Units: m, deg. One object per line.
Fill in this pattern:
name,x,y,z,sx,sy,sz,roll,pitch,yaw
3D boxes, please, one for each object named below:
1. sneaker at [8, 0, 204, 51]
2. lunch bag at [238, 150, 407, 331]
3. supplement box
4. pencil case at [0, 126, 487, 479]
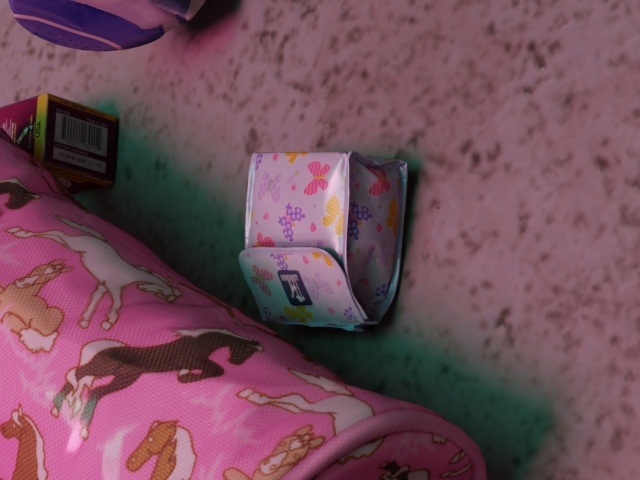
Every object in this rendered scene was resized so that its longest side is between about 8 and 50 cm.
sneaker,-0.154,-0.230,0.934,0.182,0.127,0.315,-27,53,38
lunch bag,0.000,0.000,0.761,0.071,0.053,0.083,4,89,44
supplement box,-0.166,-0.052,0.925,0.083,0.055,0.043,-11,72,41
pencil case,-0.105,0.066,0.740,0.386,0.167,0.160,31,128,39
